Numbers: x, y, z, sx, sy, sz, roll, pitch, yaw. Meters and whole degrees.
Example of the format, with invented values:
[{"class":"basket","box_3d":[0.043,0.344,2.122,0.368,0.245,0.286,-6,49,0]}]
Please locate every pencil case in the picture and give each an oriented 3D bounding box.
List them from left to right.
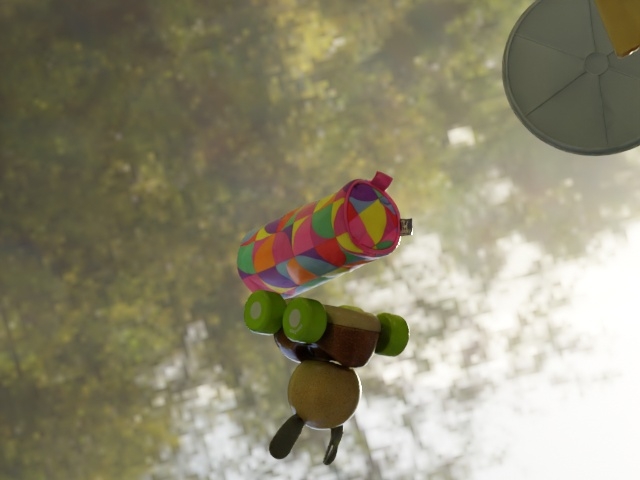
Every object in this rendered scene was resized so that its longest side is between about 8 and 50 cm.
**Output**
[{"class":"pencil case","box_3d":[0.000,0.000,2.045,0.104,0.104,0.236,-19,176,-42]}]

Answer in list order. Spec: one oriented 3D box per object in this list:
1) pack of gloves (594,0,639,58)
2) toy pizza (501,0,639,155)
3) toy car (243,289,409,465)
[{"class":"pack of gloves","box_3d":[0.277,-0.262,1.321,0.195,0.232,0.046,-29,146,14]},{"class":"toy pizza","box_3d":[0.295,-0.184,1.838,0.201,0.201,0.032,-14,164,8]},{"class":"toy car","box_3d":[-0.005,0.164,1.999,0.155,0.188,0.149,12,177,-38]}]
